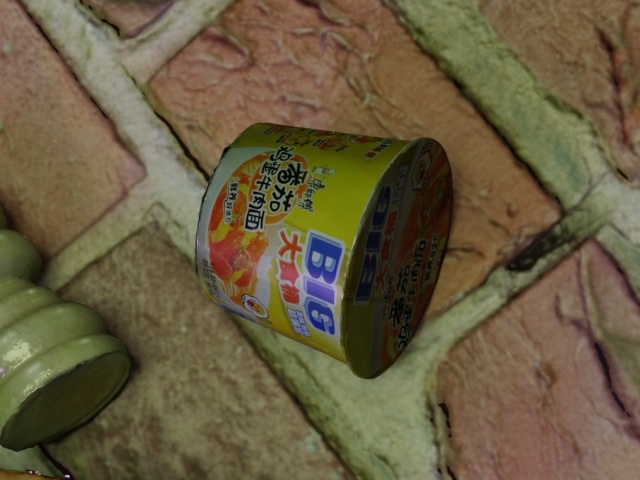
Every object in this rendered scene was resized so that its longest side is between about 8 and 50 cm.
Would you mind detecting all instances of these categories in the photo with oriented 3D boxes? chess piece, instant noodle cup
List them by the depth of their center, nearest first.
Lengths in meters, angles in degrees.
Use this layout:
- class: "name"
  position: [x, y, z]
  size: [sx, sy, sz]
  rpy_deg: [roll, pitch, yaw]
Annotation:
- class: "instant noodle cup"
  position: [0.000, 0.000, 1.329]
  size: [0.153, 0.205, 0.205]
  rpy_deg: [14, 86, 25]
- class: "chess piece"
  position: [-0.281, 0.050, 1.427]
  size: [0.133, 0.133, 0.243]
  rpy_deg: [-40, 69, 6]

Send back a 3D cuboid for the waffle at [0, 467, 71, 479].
- class: "waffle"
  position: [-0.205, 0.245, 1.323]
  size: [0.328, 0.224, 0.098]
  rpy_deg: [9, 76, 15]
